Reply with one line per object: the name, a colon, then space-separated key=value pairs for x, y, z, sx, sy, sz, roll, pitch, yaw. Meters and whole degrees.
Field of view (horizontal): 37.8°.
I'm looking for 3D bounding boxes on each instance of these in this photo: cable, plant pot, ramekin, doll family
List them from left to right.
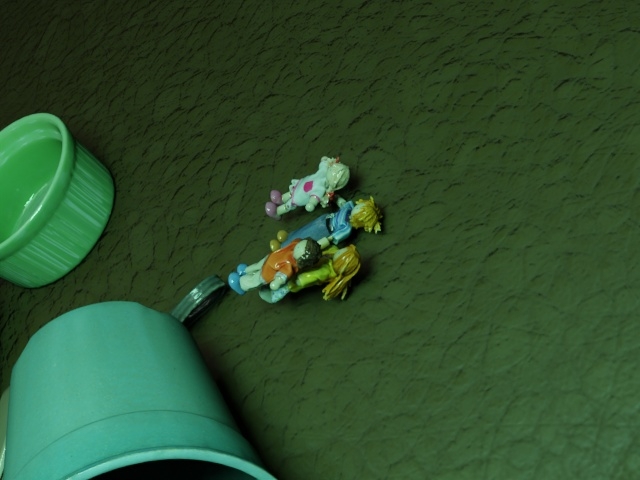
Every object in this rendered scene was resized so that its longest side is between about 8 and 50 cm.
ramekin: x=-0.514 y=-0.063 z=1.674 sx=0.304 sy=0.148 sz=0.303 roll=-20 pitch=51 yaw=26
plant pot: x=-0.235 y=0.267 z=1.124 sx=0.341 sy=0.341 sz=0.334 roll=-41 pitch=36 yaw=7
cable: x=-0.242 y=0.169 z=1.361 sx=0.287 sy=0.139 sz=0.072 roll=-35 pitch=67 yaw=-14
doll family: x=0.000 y=0.000 z=1.279 sx=0.163 sy=0.118 sz=0.263 roll=-22 pitch=31 yaw=33

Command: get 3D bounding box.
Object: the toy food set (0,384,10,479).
toy food set: x=-0.435 y=0.325 z=1.357 sx=0.220 sy=0.092 sz=0.306 roll=-31 pitch=42 yaw=57
